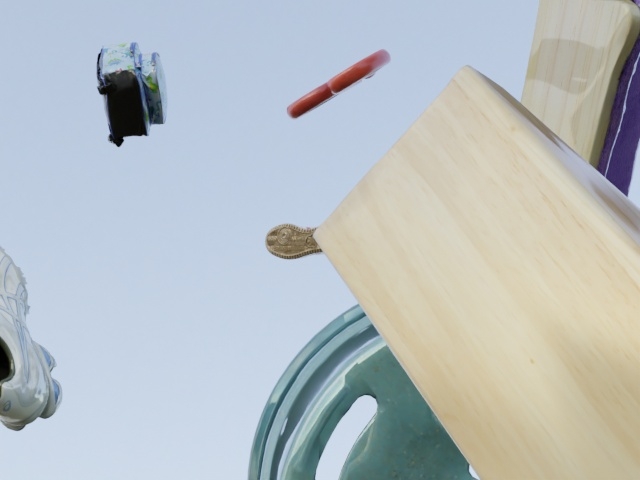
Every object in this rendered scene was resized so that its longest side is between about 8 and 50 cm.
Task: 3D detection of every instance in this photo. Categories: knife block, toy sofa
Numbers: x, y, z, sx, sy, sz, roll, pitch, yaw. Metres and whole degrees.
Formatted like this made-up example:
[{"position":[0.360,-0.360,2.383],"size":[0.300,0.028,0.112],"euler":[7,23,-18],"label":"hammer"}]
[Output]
[{"position":[0.116,0.081,0.392],"size":[0.276,0.242,0.088],"euler":[41,-75,-4],"label":"knife block"},{"position":[0.268,-0.098,1.291],"size":[0.150,0.177,0.362],"euler":[-8,-60,-28],"label":"toy sofa"}]

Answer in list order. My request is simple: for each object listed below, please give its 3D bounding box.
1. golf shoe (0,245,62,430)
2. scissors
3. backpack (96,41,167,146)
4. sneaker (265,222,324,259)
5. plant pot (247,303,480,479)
[{"position":[-0.251,0.054,0.980],"size":[0.069,0.176,0.086],"euler":[-34,-19,1],"label":"golf shoe"},{"position":[0.054,-0.177,1.372],"size":[0.109,0.297,0.021],"euler":[-32,-88,28],"label":"scissors"},{"position":[-0.237,-0.194,1.680],"size":[0.084,0.114,0.105],"euler":[-10,-51,-5],"label":"backpack"},{"position":[0.000,0.000,1.500],"size":[0.118,0.042,0.067],"euler":[-4,-4,34],"label":"sneaker"},{"position":[0.104,0.178,0.885],"size":[0.341,0.341,0.334],"euler":[1,-7,3],"label":"plant pot"}]
